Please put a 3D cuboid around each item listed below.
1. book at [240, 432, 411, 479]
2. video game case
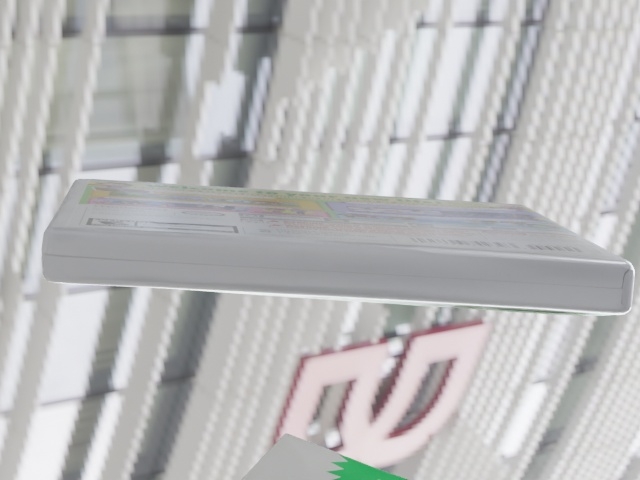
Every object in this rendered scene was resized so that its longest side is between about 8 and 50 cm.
[{"bbox_3d":[-0.013,0.123,0.501,0.096,0.144,0.035,15,-45,35],"label":"book"},{"bbox_3d":[0.000,0.000,0.714,0.193,0.212,0.023,-124,-143,-81],"label":"video game case"}]
